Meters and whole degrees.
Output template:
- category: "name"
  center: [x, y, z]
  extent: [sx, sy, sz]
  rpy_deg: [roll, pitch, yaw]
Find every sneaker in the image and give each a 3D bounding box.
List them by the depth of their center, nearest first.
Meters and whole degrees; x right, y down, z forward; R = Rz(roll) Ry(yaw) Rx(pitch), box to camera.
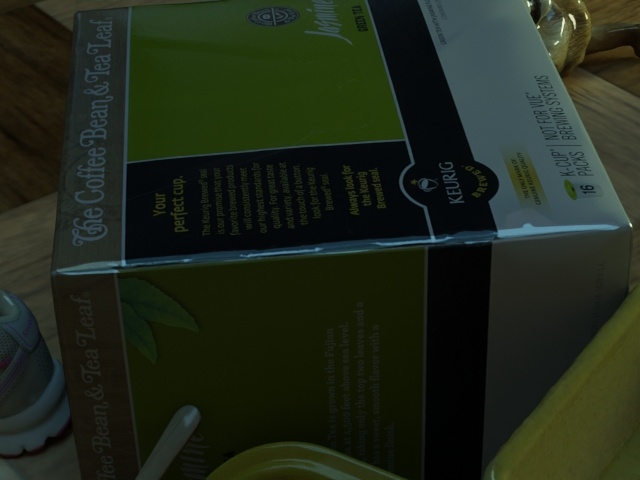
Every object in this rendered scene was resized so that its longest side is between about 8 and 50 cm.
- category: "sneaker"
  center: [-0.290, 0.071, 0.971]
  extent: [0.252, 0.111, 0.103]
  rpy_deg: [-1, 35, 1]

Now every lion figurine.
- category: "lion figurine"
  center: [0.180, -0.272, 1.395]
  extent: [0.240, 0.142, 0.392]
  rpy_deg: [-4, 41, -9]

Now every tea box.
- category: "tea box"
  center: [0.000, 0.000, 0.965]
  extent: [0.323, 0.220, 0.329]
  rpy_deg: [-3, 34, -3]

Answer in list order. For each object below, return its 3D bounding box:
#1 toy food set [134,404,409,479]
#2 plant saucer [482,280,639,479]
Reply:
- category: "toy food set"
  center: [-0.008, 0.181, 0.819]
  extent: [0.218, 0.071, 0.128]
  rpy_deg: [22, 79, 12]
- category: "plant saucer"
  center: [0.279, 0.156, 0.784]
  extent: [0.332, 0.081, 0.333]
  rpy_deg: [37, 46, 13]
